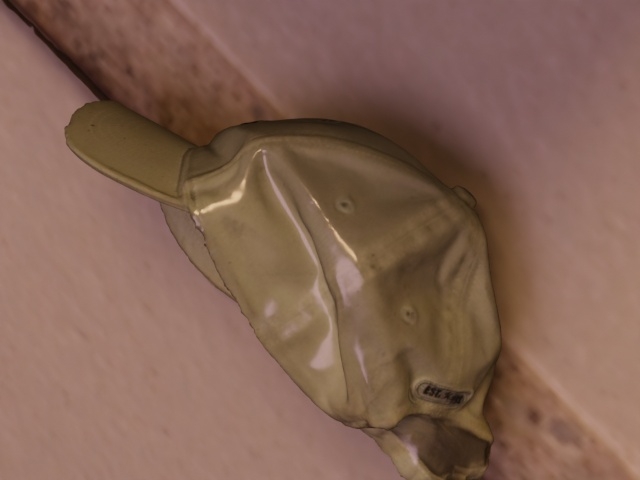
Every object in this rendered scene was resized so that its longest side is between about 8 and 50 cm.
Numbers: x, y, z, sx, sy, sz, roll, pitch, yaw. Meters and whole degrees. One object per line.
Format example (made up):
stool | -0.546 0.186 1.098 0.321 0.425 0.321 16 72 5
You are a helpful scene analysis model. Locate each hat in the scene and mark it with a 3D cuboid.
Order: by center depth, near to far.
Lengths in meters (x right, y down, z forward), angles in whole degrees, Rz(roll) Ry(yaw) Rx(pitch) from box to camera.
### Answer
hat | -0.007 0.001 0.596 0.166 0.081 0.122 32 168 36
